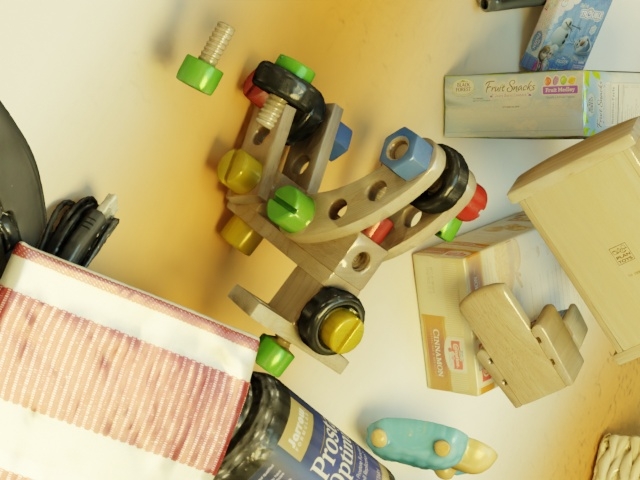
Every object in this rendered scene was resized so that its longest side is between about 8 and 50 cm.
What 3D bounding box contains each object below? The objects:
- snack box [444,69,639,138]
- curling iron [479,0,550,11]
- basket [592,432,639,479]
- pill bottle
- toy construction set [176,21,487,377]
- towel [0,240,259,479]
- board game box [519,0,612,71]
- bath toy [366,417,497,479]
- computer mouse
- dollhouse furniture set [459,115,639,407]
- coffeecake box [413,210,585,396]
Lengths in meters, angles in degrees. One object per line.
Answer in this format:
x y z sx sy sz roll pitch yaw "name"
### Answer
0.254 -0.135 1.976 0.207 0.174 0.070 -6 96 -48 "snack box"
0.254 -0.279 2.071 0.274 0.035 0.068 -26 95 -40 "curling iron"
0.456 0.399 2.171 0.328 0.266 0.331 28 74 -45 "basket"
-0.045 0.191 1.702 0.219 0.123 0.123 41 63 -27 "pill bottle"
0.000 0.000 1.725 0.237 0.257 0.309 -61 158 -1 "toy construction set"
-0.200 0.191 1.540 0.237 0.037 0.329 24 85 -30 "towel"
0.258 -0.218 2.061 0.090 0.020 0.090 -1 118 -47 "board game box"
0.065 0.347 1.854 0.129 0.151 0.348 76 31 -72 "bath toy"
-0.258 -0.043 1.503 0.188 0.072 0.272 -53 128 -30 "computer mouse"
0.291 -0.035 1.929 0.198 0.286 0.303 56 33 -11 "dollhouse furniture set"
0.183 0.061 1.992 0.185 0.068 0.142 -20 108 -45 "coffeecake box"
